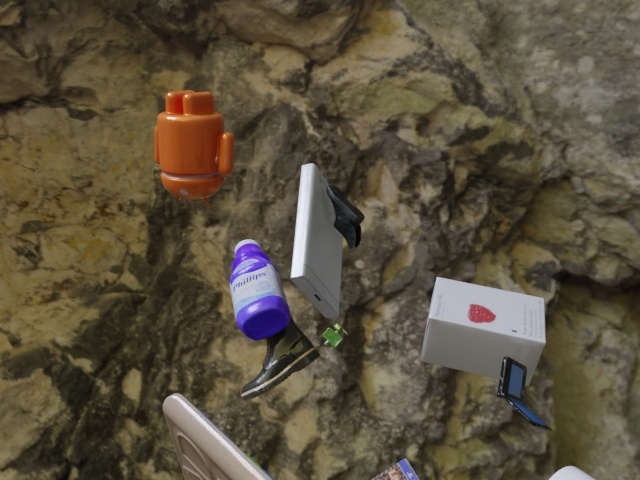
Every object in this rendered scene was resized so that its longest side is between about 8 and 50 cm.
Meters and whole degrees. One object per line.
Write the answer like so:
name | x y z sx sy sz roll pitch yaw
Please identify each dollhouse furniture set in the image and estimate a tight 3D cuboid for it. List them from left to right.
dollhouse furniture set | 0.054 0.317 1.848 0.076 0.058 0.151 -47 -21 -8

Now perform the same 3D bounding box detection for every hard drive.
hard drive | 0.000 0.000 1.566 0.233 0.047 0.353 53 -147 -49

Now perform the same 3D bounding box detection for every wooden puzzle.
wooden puzzle | -0.184 0.504 1.195 0.080 0.322 0.348 -31 -43 -38

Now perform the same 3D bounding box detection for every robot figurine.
robot figurine | -0.245 -0.173 1.116 0.158 0.128 0.219 -1 -70 -9

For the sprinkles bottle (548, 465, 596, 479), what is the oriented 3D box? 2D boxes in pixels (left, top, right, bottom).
sprinkles bottle | 0.484 0.474 0.824 0.121 0.355 0.121 -13 -66 -31

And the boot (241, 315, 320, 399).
boot | -0.118 0.262 1.331 0.198 0.137 0.077 -32 -13 -8

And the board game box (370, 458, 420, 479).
board game box | 0.123 0.739 1.534 0.291 0.141 0.232 -22 -30 -23

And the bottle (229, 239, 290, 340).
bottle | -0.150 0.101 1.348 0.118 0.283 0.092 -26 -53 3

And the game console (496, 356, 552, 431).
game console | 0.366 0.271 1.025 0.122 0.071 0.107 31 -113 -50

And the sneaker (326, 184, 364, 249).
sneaker | 0.057 -0.065 1.565 0.051 0.170 0.089 -15 -35 -49

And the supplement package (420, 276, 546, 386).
supplement package | 0.436 0.242 1.573 0.177 0.293 0.175 -66 -18 -50
